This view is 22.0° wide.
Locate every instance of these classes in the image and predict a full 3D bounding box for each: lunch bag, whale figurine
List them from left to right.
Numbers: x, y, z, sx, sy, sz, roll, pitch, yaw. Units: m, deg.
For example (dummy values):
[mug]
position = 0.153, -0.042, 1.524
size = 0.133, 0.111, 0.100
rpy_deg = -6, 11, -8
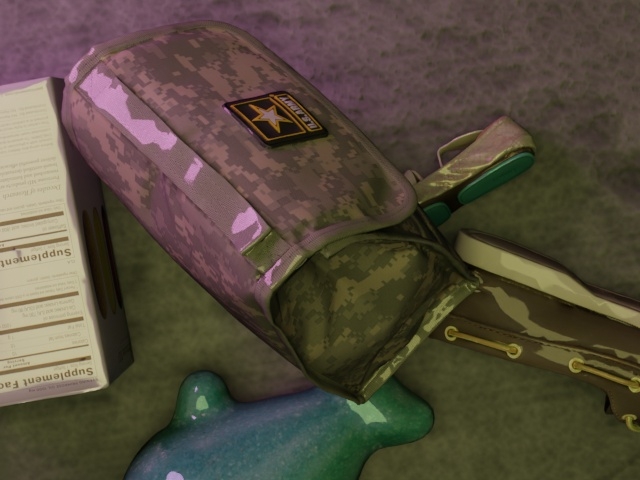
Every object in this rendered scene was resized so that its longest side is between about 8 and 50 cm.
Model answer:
[lunch bag]
position = -0.039, -0.029, 1.203
size = 0.169, 0.287, 0.235
rpy_deg = -47, 66, 4
[whale figurine]
position = -0.038, 0.193, 1.319
size = 0.272, 0.141, 0.216
rpy_deg = -37, 91, 3

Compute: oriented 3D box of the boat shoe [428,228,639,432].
[boat shoe]
position = 0.244, 0.095, 1.323
size = 0.324, 0.116, 0.096
rpy_deg = 23, 98, 4

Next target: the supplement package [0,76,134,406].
[supplement package]
position = -0.243, 0.001, 1.314
size = 0.134, 0.139, 0.244
rpy_deg = -10, 94, 3

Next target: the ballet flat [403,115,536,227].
[ballet flat]
position = 0.098, -0.045, 1.354
size = 0.168, 0.057, 0.052
rpy_deg = -31, 64, -1
